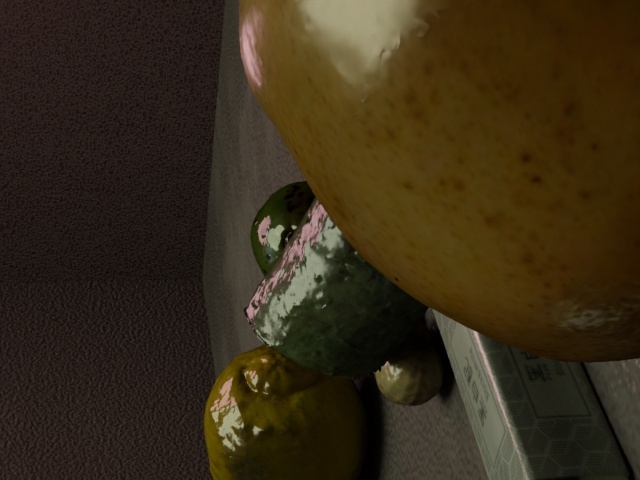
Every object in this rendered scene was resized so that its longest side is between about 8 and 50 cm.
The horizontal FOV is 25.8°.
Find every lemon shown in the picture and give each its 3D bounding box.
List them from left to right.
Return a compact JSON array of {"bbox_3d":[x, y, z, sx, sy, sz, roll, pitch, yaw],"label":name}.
[{"bbox_3d":[-0.051,0.310,2.215,0.316,0.285,0.285,52,-152,-61],"label":"lemon"}]

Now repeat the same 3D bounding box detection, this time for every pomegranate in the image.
[{"bbox_3d":[0.000,0.000,2.167,0.248,0.202,0.202,-12,-77,-70],"label":"pomegranate"},{"bbox_3d":[0.147,-0.131,0.769,0.416,0.416,0.417,179,90,-79],"label":"pomegranate"}]

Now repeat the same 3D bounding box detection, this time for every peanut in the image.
[{"bbox_3d":[0.107,0.146,1.834,0.228,0.085,0.104,-123,43,-73],"label":"peanut"}]

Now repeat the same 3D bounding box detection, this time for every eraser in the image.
[{"bbox_3d":[0.199,0.165,1.317,0.404,0.098,0.096,-105,18,-51],"label":"eraser"}]

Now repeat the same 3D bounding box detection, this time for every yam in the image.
[{"bbox_3d":[0.059,0.020,1.661,0.300,0.195,0.195,-56,30,32],"label":"yam"}]
